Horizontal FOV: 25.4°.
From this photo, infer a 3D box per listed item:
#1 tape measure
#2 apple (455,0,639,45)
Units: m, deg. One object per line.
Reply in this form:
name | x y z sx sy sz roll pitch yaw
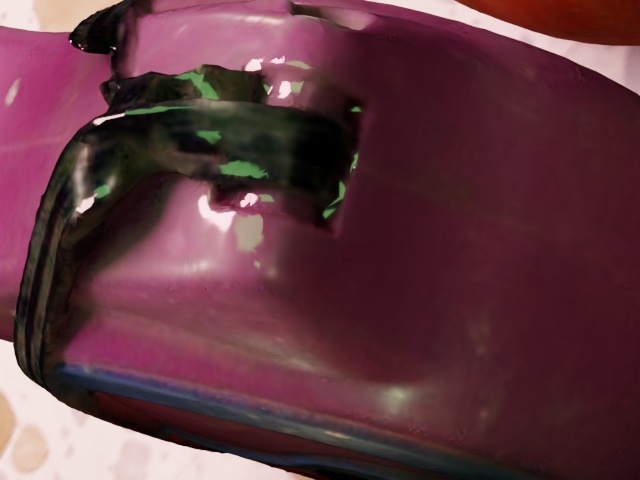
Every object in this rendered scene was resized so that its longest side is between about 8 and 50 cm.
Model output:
tape measure | 0.000 0.000 0.463 0.231 0.245 0.149 0 71 48
apple | 0.112 -0.170 0.505 0.209 0.164 0.210 -9 74 33
